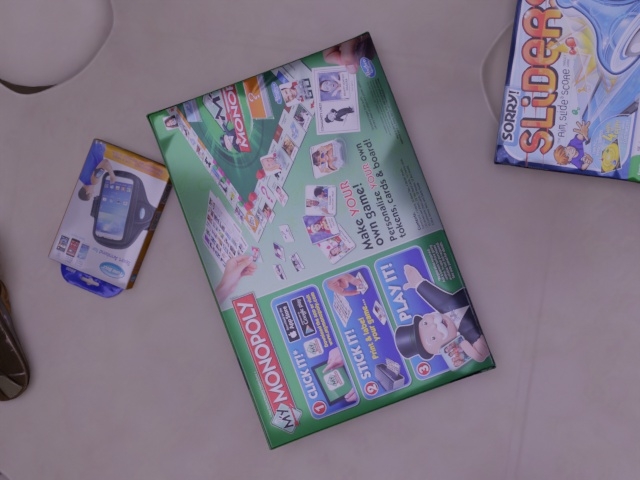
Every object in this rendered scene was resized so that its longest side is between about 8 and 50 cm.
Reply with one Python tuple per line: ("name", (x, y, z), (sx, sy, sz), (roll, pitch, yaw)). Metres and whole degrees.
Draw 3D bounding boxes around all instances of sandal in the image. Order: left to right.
("sandal", (-0.315, 0.061, 1.356), (0.072, 0.049, 0.180), (-16, 102, 13))

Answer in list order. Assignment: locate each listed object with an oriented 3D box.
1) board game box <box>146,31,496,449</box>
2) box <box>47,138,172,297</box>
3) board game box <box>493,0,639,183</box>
("board game box", (0.000, 0.000, 1.296), (0.214, 0.046, 0.317), (-20, 87, 1))
("box", (-0.194, -0.017, 1.345), (0.081, 0.028, 0.136), (22, 91, 7))
("board game box", (0.233, -0.158, 1.281), (0.136, 0.035, 0.201), (8, 91, 8))
